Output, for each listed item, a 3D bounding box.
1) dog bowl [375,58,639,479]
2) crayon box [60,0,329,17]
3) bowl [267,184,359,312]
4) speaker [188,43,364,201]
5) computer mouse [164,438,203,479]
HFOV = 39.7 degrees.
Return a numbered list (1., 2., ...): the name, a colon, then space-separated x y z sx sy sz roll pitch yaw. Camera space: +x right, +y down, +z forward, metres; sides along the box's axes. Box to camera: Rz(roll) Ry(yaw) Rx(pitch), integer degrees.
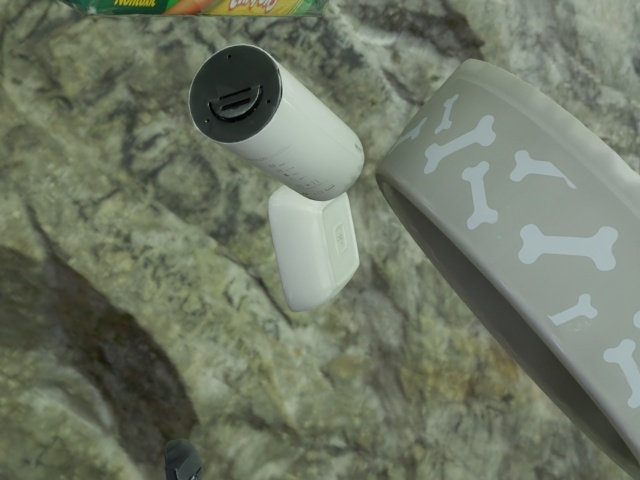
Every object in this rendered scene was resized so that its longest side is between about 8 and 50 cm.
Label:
1. dog bowl: 0.173 0.033 0.655 0.102 0.349 0.349 -41 -71 0
2. crayon box: -0.014 -0.275 0.438 0.106 0.363 0.313 29 -71 5
3. bowl: 0.000 0.000 0.990 0.053 0.142 0.142 -5 -77 21
4. speaker: -0.021 -0.063 0.510 0.055 0.055 0.136 7 -8 22
5. computer mouse: -0.163 0.301 1.051 0.041 0.242 0.071 -8 -77 -4
